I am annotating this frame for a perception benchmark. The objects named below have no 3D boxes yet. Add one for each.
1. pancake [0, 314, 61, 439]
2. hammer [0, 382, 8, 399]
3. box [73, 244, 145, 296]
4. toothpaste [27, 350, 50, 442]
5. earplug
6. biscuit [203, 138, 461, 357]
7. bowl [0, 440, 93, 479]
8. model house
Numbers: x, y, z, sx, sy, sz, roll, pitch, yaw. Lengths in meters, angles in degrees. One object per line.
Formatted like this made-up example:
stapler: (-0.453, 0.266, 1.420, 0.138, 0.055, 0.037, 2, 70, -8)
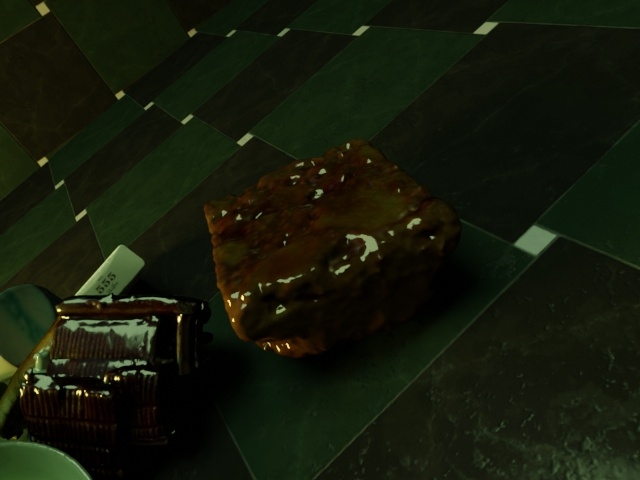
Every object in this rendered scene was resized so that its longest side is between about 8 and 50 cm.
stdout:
pancake: (-0.537, 0.262, 1.057, 0.376, 0.054, 0.197, -52, -4, 22)
hammer: (-0.778, 0.339, 1.316, 0.116, 0.069, 0.194, -31, 31, 11)
box: (-0.464, 0.110, 1.199, 0.168, 0.071, 0.259, -55, 11, -22)
toothpaste: (-0.480, 0.317, 0.947, 0.069, 0.047, 0.268, 19, 107, 47)
earplug: (-0.710, 0.237, 1.194, 0.324, 0.185, 0.185, -26, 36, 27)
biscuit: (0.000, 0.000, 0.880, 0.343, 0.166, 0.395, -21, 30, -4)
bowl: (-0.445, 0.451, 0.746, 0.307, 0.163, 0.307, 5, 43, -5)
model house: (-0.311, 0.256, 0.908, 0.317, 0.297, 0.282, -1, 69, 10)
